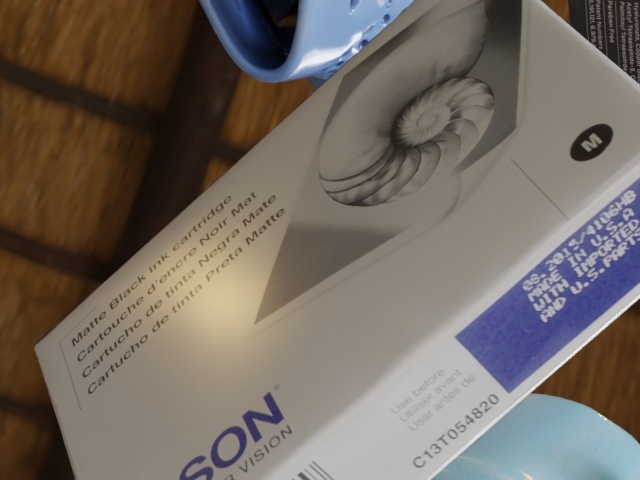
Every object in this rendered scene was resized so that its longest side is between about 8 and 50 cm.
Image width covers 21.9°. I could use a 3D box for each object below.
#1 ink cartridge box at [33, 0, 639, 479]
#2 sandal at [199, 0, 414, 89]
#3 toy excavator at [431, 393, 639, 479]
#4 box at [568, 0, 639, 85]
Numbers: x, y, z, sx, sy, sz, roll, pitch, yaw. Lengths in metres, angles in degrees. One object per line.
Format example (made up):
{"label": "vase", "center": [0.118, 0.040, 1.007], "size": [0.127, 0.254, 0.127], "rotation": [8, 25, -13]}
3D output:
{"label": "ink cartridge box", "center": [0.000, 0.000, 0.570], "size": [0.223, 0.224, 0.045], "rotation": [-42, -58, 4]}
{"label": "sandal", "center": [-0.013, -0.130, 0.819], "size": [0.126, 0.138, 0.317], "rotation": [-5, -35, 32]}
{"label": "toy excavator", "center": [0.168, 0.187, 0.917], "size": [0.433, 0.222, 0.445], "rotation": [36, -64, 18]}
{"label": "box", "center": [0.417, -0.160, 1.288], "size": [0.312, 0.343, 0.179], "rotation": [11, -60, 40]}
